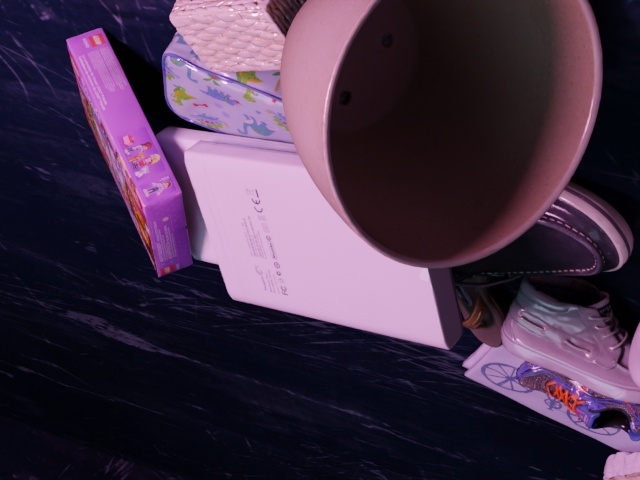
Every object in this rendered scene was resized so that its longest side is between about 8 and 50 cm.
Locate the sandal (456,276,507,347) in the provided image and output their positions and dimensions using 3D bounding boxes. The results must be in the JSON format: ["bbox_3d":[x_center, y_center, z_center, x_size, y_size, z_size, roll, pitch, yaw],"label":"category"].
[{"bbox_3d":[0.218,0.088,1.892,0.090,0.060,0.219,32,157,33],"label":"sandal"}]

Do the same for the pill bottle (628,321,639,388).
[{"bbox_3d":[0.562,0.176,1.626,0.322,0.182,0.181,30,154,-6],"label":"pill bottle"}]

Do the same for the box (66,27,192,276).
[{"bbox_3d":[-0.262,-0.120,1.795,0.201,0.057,0.293,92,153,-61],"label":"box"}]

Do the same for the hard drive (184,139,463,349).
[{"bbox_3d":[0.000,0.000,1.610,0.353,0.047,0.233,11,128,38],"label":"hard drive"}]

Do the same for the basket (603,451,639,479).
[{"bbox_3d":[0.635,0.494,2.008,0.328,0.267,0.331,26,157,-20],"label":"basket"}]

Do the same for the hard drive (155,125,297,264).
[{"bbox_3d":[-0.072,-0.040,1.713,0.307,0.040,0.203,12,129,38],"label":"hard drive"}]

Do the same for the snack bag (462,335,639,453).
[{"bbox_3d":[0.410,0.205,1.988,0.323,0.037,0.342,26,151,0],"label":"snack bag"}]

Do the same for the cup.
[{"bbox_3d":[0.087,-0.165,1.348,0.331,0.331,0.237,48,171,-37],"label":"cup"}]

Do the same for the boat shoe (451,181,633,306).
[{"bbox_3d":[0.161,-0.005,1.701,0.500,0.156,0.187,9,147,32],"label":"boat shoe"}]

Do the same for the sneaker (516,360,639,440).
[{"bbox_3d":[0.393,0.229,1.913,0.221,0.087,0.083,15,149,18],"label":"sneaker"}]

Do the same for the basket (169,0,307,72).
[{"bbox_3d":[-0.076,-0.265,1.500,0.167,0.103,0.113,3,146,38],"label":"basket"}]

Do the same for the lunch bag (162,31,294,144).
[{"bbox_3d":[-0.093,-0.190,1.662,0.218,0.090,0.176,22,157,8],"label":"lunch bag"}]

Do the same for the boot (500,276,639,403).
[{"bbox_3d":[0.383,0.131,1.788,0.258,0.095,0.123,18,126,7],"label":"boot"}]
